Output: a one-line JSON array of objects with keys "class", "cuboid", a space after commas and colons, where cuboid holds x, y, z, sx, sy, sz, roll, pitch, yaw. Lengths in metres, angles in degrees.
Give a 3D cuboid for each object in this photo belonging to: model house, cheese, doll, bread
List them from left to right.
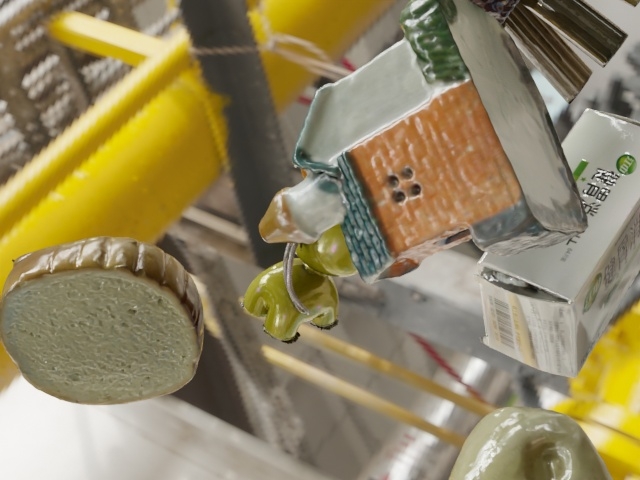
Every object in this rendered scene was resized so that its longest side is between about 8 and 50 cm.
[{"class": "bread", "cuboid": [-0.244, 0.090, 1.647, 0.070, 0.236, 0.236, -90, -6, -50]}, {"class": "doll", "cuboid": [0.000, 0.000, 1.657, 0.135, 0.143, 0.221, -12, -42, -43]}, {"class": "model house", "cuboid": [0.079, -0.072, 1.511, 0.190, 0.300, 0.271, 7, -121, -67]}, {"class": "cheese", "cuboid": [0.173, 0.346, 1.567, 0.129, 0.351, 0.328, 110, 151, -75]}]

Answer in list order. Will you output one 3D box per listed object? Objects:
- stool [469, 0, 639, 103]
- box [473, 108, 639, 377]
[{"class": "stool", "cuboid": [0.283, -0.300, 1.701, 0.272, 0.178, 0.272, -56, -2, -3]}, {"class": "box", "cuboid": [0.342, 0.003, 1.971, 0.333, 0.145, 0.173, -52, -31, -29]}]
